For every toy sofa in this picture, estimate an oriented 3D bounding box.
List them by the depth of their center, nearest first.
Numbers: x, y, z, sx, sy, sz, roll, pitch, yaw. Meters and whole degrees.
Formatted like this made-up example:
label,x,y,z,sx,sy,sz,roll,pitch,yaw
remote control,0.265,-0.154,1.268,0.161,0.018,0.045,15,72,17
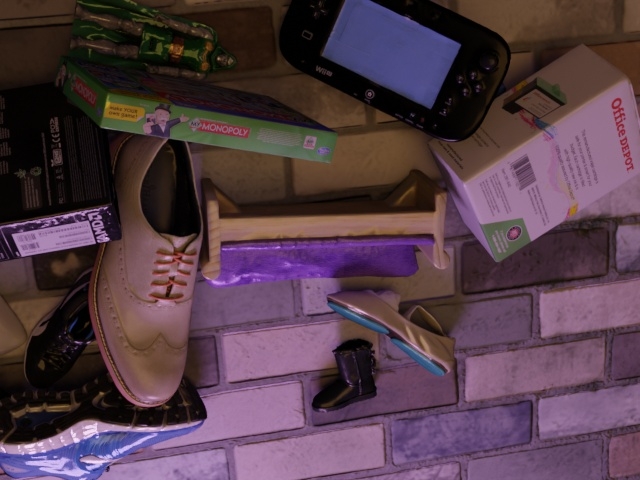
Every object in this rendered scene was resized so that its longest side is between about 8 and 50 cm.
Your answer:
label,x,y,z,sx,sy,sz,roll,pitch,yaw
toy sofa,0.000,0.000,1.452,0.363,0.150,0.177,-2,107,-11

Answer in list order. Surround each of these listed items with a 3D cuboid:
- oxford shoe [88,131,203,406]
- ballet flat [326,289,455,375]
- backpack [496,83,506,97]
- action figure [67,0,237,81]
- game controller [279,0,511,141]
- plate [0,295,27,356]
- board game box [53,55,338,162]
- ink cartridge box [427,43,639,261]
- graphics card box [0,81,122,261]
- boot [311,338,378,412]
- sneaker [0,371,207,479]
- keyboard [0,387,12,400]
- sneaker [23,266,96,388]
label,x,y,z,sx,sy,sz,roll,pitch,yaw
oxford shoe,-0.234,0.038,1.356,0.140,0.146,0.397,-5,92,-34
ballet flat,0.121,0.127,1.563,0.248,0.086,0.086,34,99,-21
backpack,0.201,-0.229,1.444,0.120,0.101,0.098,-31,103,4
action figure,-0.230,-0.274,1.367,0.232,0.063,0.137,8,103,-17
game controller,0.100,-0.268,1.372,0.319,0.067,0.166,28,100,8
plate,-0.619,0.109,1.422,0.278,0.045,0.277,-29,110,-1
board game box,-0.164,-0.171,1.283,0.317,0.213,0.046,6,107,-33
ink cartridge box,0.328,-0.128,1.457,0.278,0.117,0.201,-33,136,0
graphics card box,-0.463,-0.081,1.293,0.371,0.232,0.094,-12,147,-7
boot,0.037,0.218,1.586,0.121,0.045,0.099,-14,112,-14
sneaker,-0.340,0.291,1.508,0.330,0.129,0.147,-6,134,-17
keyboard,-0.532,0.238,1.476,0.100,0.038,0.192,-38,128,1
sneaker,-0.377,0.144,1.439,0.079,0.121,0.217,30,100,-18
